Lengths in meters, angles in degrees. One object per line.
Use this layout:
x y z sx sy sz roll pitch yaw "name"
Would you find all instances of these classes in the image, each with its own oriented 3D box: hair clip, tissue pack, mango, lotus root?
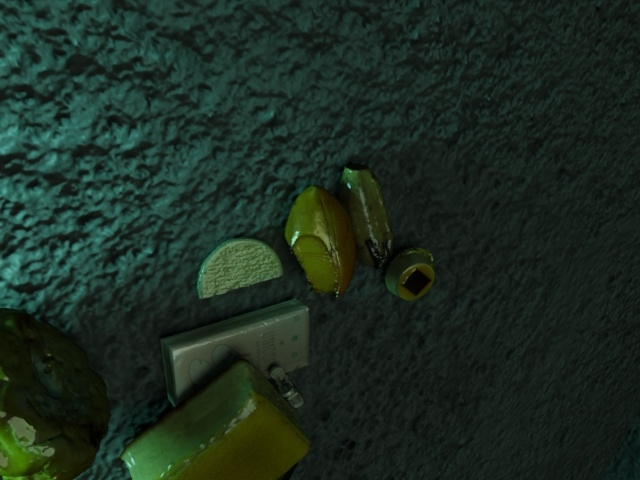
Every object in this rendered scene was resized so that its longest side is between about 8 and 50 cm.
-0.065 0.363 1.440 0.034 0.072 0.226 -30 147 -6 "hair clip"
-0.180 0.249 1.364 0.325 0.071 0.170 -15 118 -27 "tissue pack"
0.000 0.000 1.350 0.154 0.126 0.252 -14 108 -11 "mango"
0.105 -0.056 1.413 0.110 0.097 0.258 -23 111 -27 "lotus root"

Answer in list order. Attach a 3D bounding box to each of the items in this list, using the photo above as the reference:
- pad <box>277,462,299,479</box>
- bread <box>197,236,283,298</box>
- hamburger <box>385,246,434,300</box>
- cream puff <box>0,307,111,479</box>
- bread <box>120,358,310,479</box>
-0.172 0.636 1.551 0.174 0.022 0.233 29 93 -36 "pad"
-0.178 0.046 1.313 0.193 0.036 0.112 -17 111 -22 "bread"
0.226 0.081 1.547 0.127 0.081 0.141 16 111 -33 "hamburger"
-0.542 0.293 1.048 0.257 0.291 0.324 -28 144 6 "cream puff"
-0.210 0.449 1.338 0.324 0.143 0.333 -36 139 -7 "bread"
